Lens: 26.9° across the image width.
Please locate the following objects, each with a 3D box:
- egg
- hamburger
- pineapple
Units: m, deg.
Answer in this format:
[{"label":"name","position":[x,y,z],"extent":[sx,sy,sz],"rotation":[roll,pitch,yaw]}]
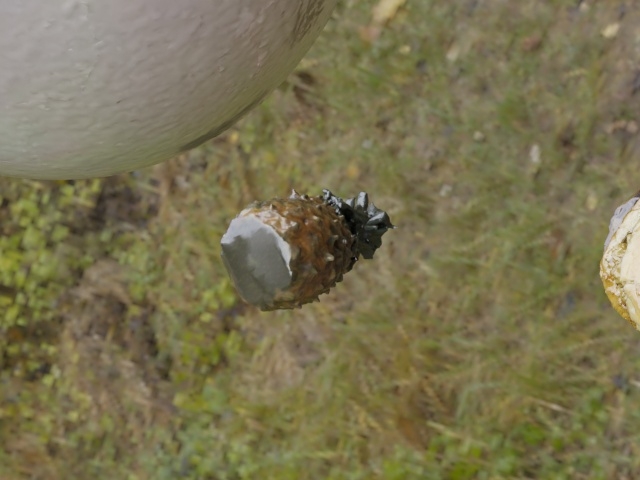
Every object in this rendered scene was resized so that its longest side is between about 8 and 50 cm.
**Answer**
[{"label":"egg","position":[-0.138,-0.213,0.633],"extent":[0.340,0.354,0.355],"rotation":[147,141,-83]},{"label":"hamburger","position":[0.468,0.033,1.630],"extent":[0.163,0.244,0.244],"rotation":[-148,80,-84]},{"label":"pineapple","position":[0.000,0.000,1.202],"extent":[0.108,0.197,0.108],"rotation":[10,107,35]}]
